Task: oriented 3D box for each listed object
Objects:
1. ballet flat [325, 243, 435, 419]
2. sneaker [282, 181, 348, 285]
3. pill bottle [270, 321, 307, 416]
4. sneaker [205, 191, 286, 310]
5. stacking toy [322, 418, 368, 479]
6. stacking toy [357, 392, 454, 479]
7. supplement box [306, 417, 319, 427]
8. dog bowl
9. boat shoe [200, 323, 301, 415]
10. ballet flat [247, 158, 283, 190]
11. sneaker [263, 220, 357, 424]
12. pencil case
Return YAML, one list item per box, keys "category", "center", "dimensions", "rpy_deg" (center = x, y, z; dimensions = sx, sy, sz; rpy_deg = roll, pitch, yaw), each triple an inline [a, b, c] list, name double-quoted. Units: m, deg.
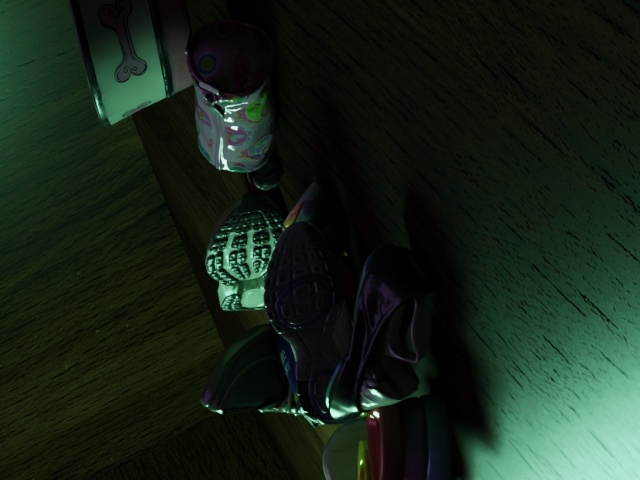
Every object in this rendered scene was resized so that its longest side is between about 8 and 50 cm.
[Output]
- category: "ballet flat"
  center: [0.072, 0.133, 1.390]
  dimensions: [0.096, 0.095, 0.280]
  rpy_deg: [36, 136, 27]
- category: "sneaker"
  center: [0.000, 0.000, 1.651]
  dimensions: [0.083, 0.084, 0.215]
  rpy_deg: [28, 149, 19]
- category: "pill bottle"
  center: [-0.008, 0.157, 1.858]
  dimensions: [0.123, 0.123, 0.219]
  rpy_deg: [85, 166, -61]
- category: "sneaker"
  center: [-0.140, -0.010, 2.133]
  dimensions: [0.410, 0.158, 0.182]
  rpy_deg: [102, 159, -65]
- category: "stacking toy"
  center: [0.077, 0.390, 2.074]
  dimensions: [0.141, 0.141, 0.330]
  rpy_deg: [62, 176, 11]
- category: "stacking toy"
  center: [0.125, 0.235, 1.628]
  dimensions: [0.309, 0.130, 0.279]
  rpy_deg: [101, 168, -68]
- category: "supplement box"
  center: [0.003, 0.308, 2.287]
  dimensions: [0.056, 0.083, 0.083]
  rpy_deg: [66, 169, -15]
- category: "dog bowl"
  center: [-0.276, -0.373, 1.656]
  dimensions: [0.408, 0.150, 0.408]
  rpy_deg: [168, 90, -83]
- category: "boat shoe"
  center: [-0.057, 0.214, 1.942]
  dimensions: [0.130, 0.355, 0.132]
  rpy_deg: [33, 116, 21]
- category: "ballet flat"
  center: [-0.101, -0.108, 1.909]
  dimensions: [0.057, 0.049, 0.173]
  rpy_deg: [66, 169, -6]
- category: "sneaker"
  center: [-0.008, 0.105, 1.627]
  dimensions: [0.129, 0.111, 0.297]
  rpy_deg: [-81, -17, -65]
- category: "pencil case"
  center: [-0.121, -0.192, 1.623]
  dimensions: [0.124, 0.124, 0.284]
  rpy_deg: [61, 170, 15]
